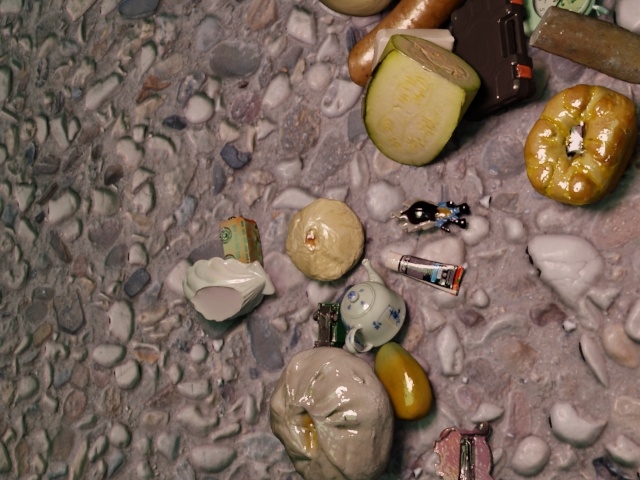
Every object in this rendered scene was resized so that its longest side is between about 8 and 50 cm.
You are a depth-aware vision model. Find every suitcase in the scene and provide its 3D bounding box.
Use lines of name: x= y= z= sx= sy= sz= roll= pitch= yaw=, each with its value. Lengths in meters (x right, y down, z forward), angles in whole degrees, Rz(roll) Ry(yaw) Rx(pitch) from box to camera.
suitcase: x=0.397 y=-0.439 z=1.823 sx=0.206 sy=0.066 sz=0.286 roll=-21 pitch=69 yaw=56

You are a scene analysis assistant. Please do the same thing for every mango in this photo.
mango: x=0.192 y=0.334 z=1.852 sx=0.130 sy=0.092 sz=0.195 roll=-32 pitch=68 yaw=37

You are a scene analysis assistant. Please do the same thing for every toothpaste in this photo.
toothpaste: x=0.250 y=0.075 z=1.892 sx=0.193 sy=0.045 sz=0.071 roll=16 pitch=99 yaw=28

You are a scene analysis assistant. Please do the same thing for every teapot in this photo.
teapot: x=0.109 y=0.167 z=1.882 sx=0.159 sy=0.159 sz=0.232 roll=-4 pitch=57 yaw=33

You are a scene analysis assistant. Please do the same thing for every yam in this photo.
yam: x=0.591 y=-0.424 z=1.690 sx=0.259 sy=0.106 sz=0.106 roll=22 pitch=95 yaw=6

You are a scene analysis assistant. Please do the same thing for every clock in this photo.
clock: x=0.555 y=-0.544 z=1.776 sx=0.211 sy=0.066 sz=0.159 roll=11 pitch=89 yaw=34

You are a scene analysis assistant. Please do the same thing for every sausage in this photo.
sausage: x=0.256 y=-0.577 z=1.941 sx=0.136 sy=0.123 sz=0.501 roll=42 pitch=108 yaw=-5

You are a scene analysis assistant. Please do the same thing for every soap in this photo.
soap: x=0.222 y=-0.449 z=1.897 sx=0.064 sy=0.183 sz=0.121 roll=-101 pitch=12 yaw=-50

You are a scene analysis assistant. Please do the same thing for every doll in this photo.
doll: x=0.258 y=-0.061 z=1.892 sx=0.195 sy=0.070 sz=0.096 roll=2 pitch=68 yaw=26

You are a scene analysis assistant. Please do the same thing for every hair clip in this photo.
hair clip: x=0.323 y=0.509 z=1.771 sx=0.146 sy=0.056 sz=0.187 roll=-11 pitch=68 yaw=33

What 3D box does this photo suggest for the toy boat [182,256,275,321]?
toy boat: x=-0.267 y=0.144 z=2.129 sx=0.290 sy=0.100 sz=0.199 roll=-20 pitch=114 yaw=30

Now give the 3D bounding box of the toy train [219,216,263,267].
toy train: x=-0.223 y=0.017 z=2.191 sx=0.099 sy=0.072 sz=0.188 roll=-18 pitch=73 yaw=30

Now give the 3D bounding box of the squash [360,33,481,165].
squash: x=0.206 y=-0.299 z=1.847 sx=0.233 sy=0.210 sz=0.309 roll=32 pitch=122 yaw=4

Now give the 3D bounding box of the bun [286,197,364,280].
bun: x=0.000 y=0.000 z=2.010 sx=0.220 sy=0.134 sz=0.220 roll=-4 pitch=82 yaw=29

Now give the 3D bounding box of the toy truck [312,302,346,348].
toy truck: x=0.023 y=0.232 z=1.990 sx=0.065 sy=0.079 sz=0.147 roll=-1 pitch=81 yaw=32

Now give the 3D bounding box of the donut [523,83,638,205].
donut: x=0.558 y=-0.204 z=1.681 sx=0.208 sy=0.128 sz=0.261 roll=35 pitch=101 yaw=34

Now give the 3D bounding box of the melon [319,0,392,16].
melon: x=0.084 y=-0.701 z=1.992 sx=0.272 sy=0.271 sz=0.308 roll=-64 pitch=22 yaw=8

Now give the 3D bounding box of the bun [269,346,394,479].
bun: x=0.008 y=0.424 z=1.847 sx=0.354 sy=0.194 sz=0.355 roll=3 pitch=95 yaw=42
